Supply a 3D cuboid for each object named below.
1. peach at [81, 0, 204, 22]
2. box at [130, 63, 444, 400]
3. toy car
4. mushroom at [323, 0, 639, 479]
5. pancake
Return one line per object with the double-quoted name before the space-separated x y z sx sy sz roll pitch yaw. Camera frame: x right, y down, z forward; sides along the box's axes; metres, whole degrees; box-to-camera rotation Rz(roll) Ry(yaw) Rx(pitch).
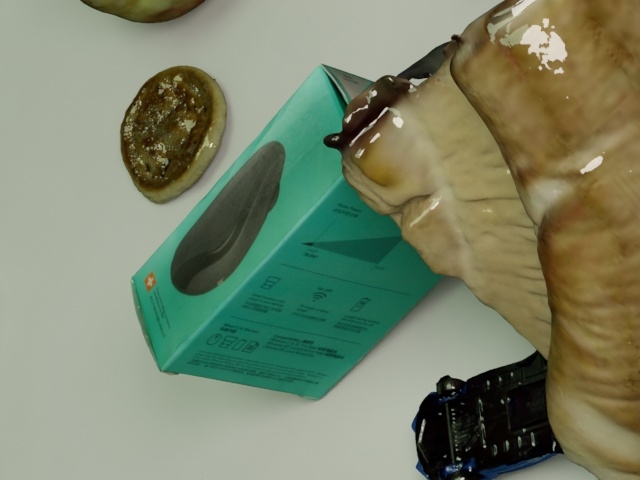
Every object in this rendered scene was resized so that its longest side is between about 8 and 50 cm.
"peach" -0.209 -0.347 2.025 0.214 0.214 0.235 -58 42 7
"box" 0.000 0.000 1.697 0.311 0.205 0.118 -47 51 30
"toy car" 0.171 0.153 1.621 0.216 0.063 0.103 -24 59 38
"mushroom" 0.228 -0.009 1.432 0.397 0.224 0.313 56 146 -1
"pancake" -0.160 -0.116 2.016 0.158 0.028 0.158 -17 63 37
